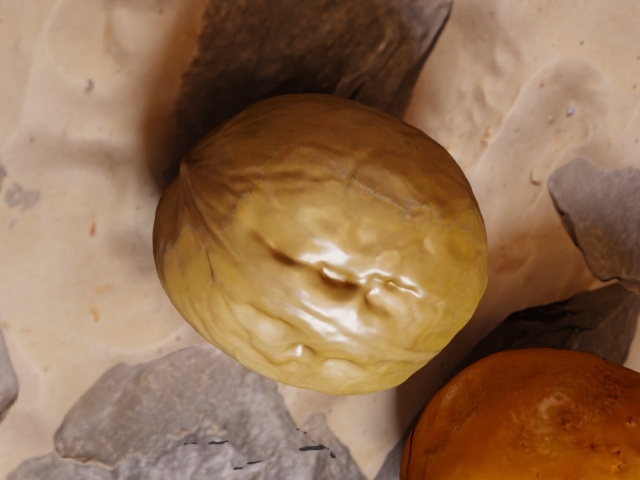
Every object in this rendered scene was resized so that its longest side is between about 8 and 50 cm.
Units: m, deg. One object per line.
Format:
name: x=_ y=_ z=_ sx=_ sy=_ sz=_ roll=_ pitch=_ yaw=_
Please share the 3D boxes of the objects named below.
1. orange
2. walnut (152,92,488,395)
orange: x=0.179 y=0.195 z=1.041 sx=0.240 sy=0.240 sz=0.240 roll=-11 pitch=118 yaw=-21
walnut: x=0.000 y=0.000 z=0.887 sx=0.222 sy=0.195 sz=0.195 roll=25 pitch=101 yaw=-26
